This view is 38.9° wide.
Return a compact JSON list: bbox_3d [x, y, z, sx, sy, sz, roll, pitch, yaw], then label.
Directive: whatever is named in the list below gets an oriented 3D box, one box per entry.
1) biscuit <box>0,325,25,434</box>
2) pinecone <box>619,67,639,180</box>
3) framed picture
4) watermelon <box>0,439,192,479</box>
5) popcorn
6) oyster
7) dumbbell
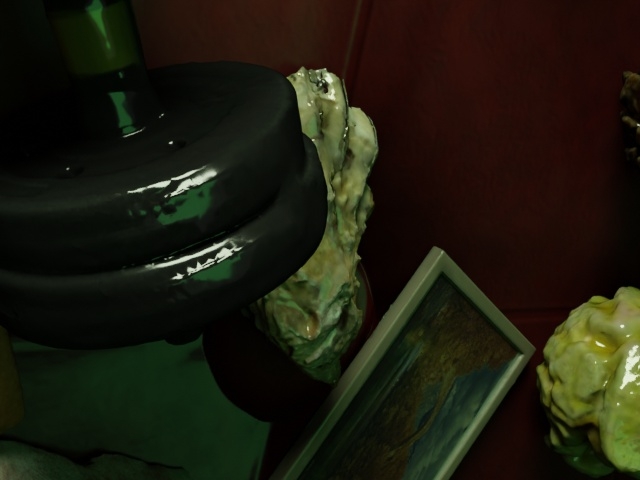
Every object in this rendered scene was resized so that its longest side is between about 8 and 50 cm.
[{"bbox_3d":[-0.272,0.044,0.430,0.306,0.043,0.284,29,90,-41],"label":"biscuit"},{"bbox_3d":[0.341,-0.121,0.756,0.179,0.184,0.204,28,64,-32],"label":"pinecone"},{"bbox_3d":[0.072,0.151,0.760,0.250,0.016,0.184,-53,130,-7],"label":"framed picture"},{"bbox_3d":[-0.179,0.220,0.579,0.207,0.136,0.202,-22,84,1],"label":"watermelon"},{"bbox_3d":[0.287,0.135,0.807,0.185,0.187,0.167,41,74,-49],"label":"popcorn"},{"bbox_3d":[-0.005,-0.005,0.601,0.133,0.072,0.209,13,98,-43],"label":"oyster"},{"bbox_3d":[-0.106,-0.115,0.403,0.185,0.185,0.388,-27,124,-27],"label":"dumbbell"}]
